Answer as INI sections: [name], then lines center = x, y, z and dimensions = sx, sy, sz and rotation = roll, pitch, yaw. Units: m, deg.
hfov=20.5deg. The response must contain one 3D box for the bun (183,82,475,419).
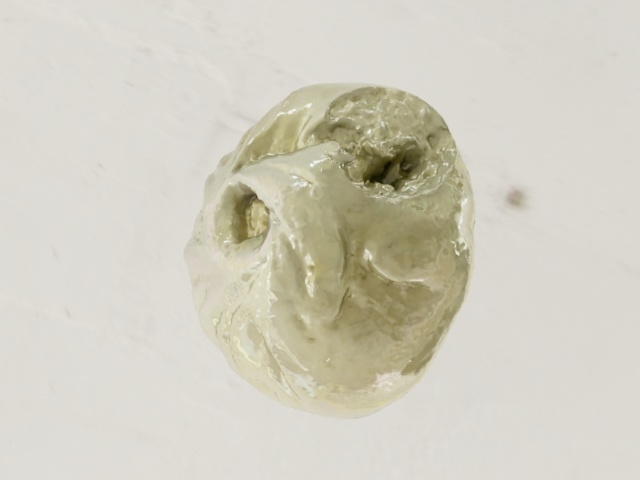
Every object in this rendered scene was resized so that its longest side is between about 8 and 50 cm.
[bun]
center = 0.000, 0.000, 1.041
dimensions = 0.128, 0.178, 0.193
rotation = 8, -56, -39
